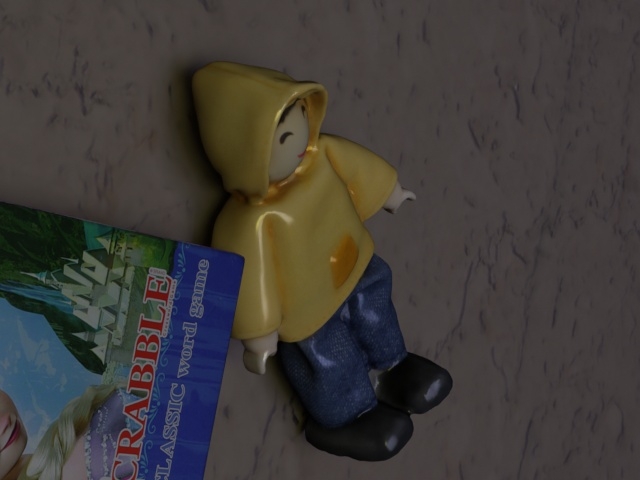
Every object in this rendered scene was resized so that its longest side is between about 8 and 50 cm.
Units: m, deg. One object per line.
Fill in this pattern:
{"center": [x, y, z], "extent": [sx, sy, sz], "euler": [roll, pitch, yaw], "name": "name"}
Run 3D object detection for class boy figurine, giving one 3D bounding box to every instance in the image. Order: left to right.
{"center": [0.000, 0.000, 1.109], "extent": [0.177, 0.092, 0.285], "euler": [-43, 128, -33], "name": "boy figurine"}

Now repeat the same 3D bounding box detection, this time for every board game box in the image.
{"center": [-0.195, 0.134, 0.923], "extent": [0.318, 0.066, 0.319], "euler": [13, 86, -48], "name": "board game box"}
